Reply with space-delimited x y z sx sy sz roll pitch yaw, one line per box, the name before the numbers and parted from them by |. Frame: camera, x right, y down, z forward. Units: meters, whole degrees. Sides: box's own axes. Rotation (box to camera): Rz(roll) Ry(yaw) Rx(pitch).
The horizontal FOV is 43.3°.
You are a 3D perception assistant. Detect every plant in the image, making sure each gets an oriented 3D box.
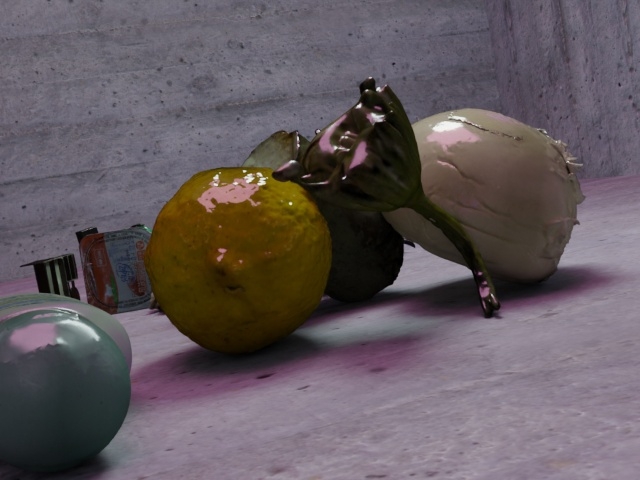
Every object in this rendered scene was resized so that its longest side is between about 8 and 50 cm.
plant | 0.102 -0.053 1.146 0.180 0.333 0.251 -26 27 28

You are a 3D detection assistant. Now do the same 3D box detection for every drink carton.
drink carton | -0.432 0.075 1.877 0.191 0.185 0.189 -11 -7 0

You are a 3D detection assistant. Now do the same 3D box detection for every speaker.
speaker | -0.552 0.063 1.997 0.046 0.191 0.040 -22 11 -36

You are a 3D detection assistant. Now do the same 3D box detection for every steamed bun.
steamed bun | 0.258 -0.094 1.308 0.312 0.233 0.334 20 16 -12

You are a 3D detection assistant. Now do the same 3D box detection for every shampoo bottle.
shampoo bottle | -0.298 0.139 0.851 0.222 0.151 0.349 -6 2 -26

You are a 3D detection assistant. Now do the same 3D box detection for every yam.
yam | 0.000 -0.031 1.384 0.300 0.195 0.195 37 -20 -26

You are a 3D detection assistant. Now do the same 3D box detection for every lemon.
lemon | -0.114 0.023 1.146 0.268 0.268 0.322 -10 12 -5

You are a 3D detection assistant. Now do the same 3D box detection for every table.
table | -0.595 0.112 1.800 0.062 0.146 0.175 -10 5 2

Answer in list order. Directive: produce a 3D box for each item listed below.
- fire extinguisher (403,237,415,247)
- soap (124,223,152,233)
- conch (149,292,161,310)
fire extinguisher | 0.114 0.021 1.980 0.231 0.071 0.099 -9 32 -10
soap | -0.466 0.051 2.125 0.098 0.218 0.273 -38 3 1
conch | -0.268 0.065 1.721 0.245 0.163 0.178 -43 0 -21
